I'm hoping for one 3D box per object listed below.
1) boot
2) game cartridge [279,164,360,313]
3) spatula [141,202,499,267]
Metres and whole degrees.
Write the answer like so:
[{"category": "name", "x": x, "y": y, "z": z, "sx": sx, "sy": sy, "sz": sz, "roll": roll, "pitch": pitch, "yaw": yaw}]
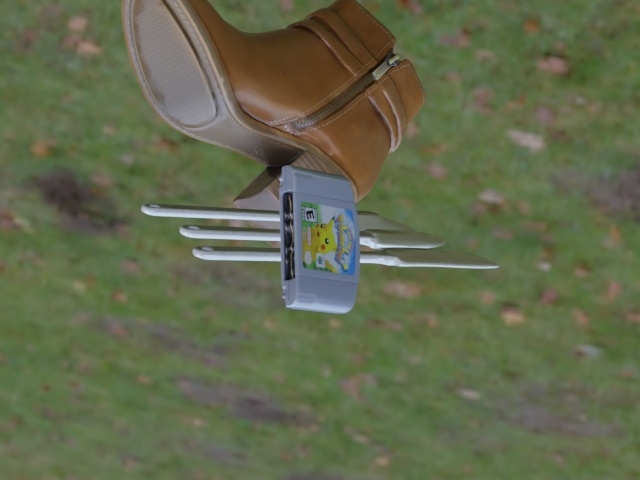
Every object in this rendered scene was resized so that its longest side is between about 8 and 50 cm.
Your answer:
[{"category": "boot", "x": -0.030, "y": -0.158, "z": 1.578, "sx": 0.109, "sy": 0.220, "sz": 0.283, "roll": -17, "pitch": 115, "yaw": 52}, {"category": "game cartridge", "x": 0.000, "y": 0.000, "z": 1.060, "sx": 0.017, "sy": 0.083, "sz": 0.056, "roll": -10, "pitch": 167, "yaw": 40}, {"category": "spatula", "x": -0.007, "y": -0.001, "z": 1.391, "sx": 0.242, "sy": 0.019, "sz": 0.168, "roll": 1, "pitch": -164, "yaw": -26}]
